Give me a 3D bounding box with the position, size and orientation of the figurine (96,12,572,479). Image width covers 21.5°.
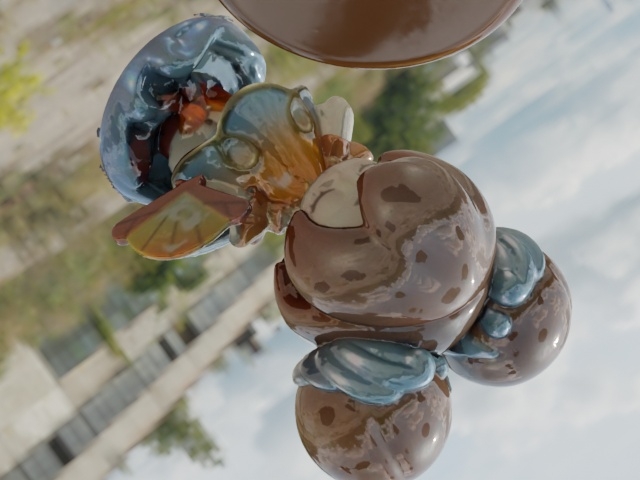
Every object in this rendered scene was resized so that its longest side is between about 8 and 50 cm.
[{"bbox_3d":[-0.001,0.000,1.426,0.277,0.388,0.248,-38,142,-27],"label":"figurine"}]

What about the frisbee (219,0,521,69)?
[{"bbox_3d":[0.031,-0.209,1.179,0.251,0.251,0.021,-33,-143,38],"label":"frisbee"}]
